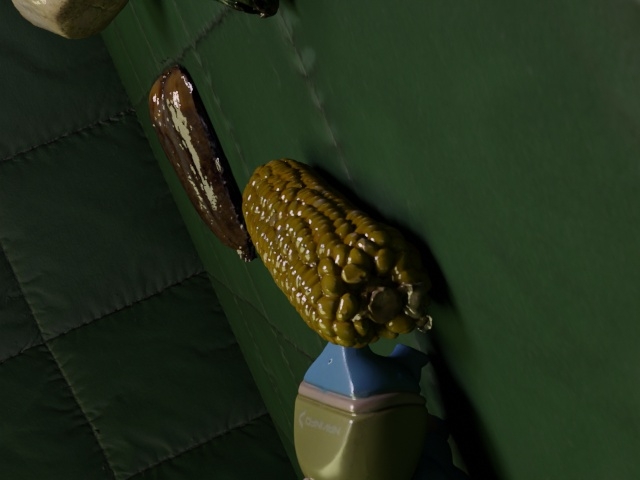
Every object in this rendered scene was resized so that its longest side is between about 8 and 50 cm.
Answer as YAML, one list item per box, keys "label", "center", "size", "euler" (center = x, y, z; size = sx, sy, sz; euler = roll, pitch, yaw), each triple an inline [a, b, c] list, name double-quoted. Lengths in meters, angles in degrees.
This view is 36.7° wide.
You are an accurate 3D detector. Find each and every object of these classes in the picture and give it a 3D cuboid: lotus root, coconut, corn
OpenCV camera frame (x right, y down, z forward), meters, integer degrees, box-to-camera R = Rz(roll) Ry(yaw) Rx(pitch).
- label: "lotus root"
  center: [-0.193, -0.111, 1.527]
  size: [0.167, 0.078, 0.329]
  euler: [-157, 44, -77]
- label: "coconut"
  center: [-0.364, -0.410, 1.380]
  size: [0.237, 0.197, 0.237]
  euler: [59, 172, 14]
- label: "corn"
  center: [-0.004, 0.002, 0.821]
  size: [0.102, 0.102, 0.313]
  euler: [70, 168, -22]

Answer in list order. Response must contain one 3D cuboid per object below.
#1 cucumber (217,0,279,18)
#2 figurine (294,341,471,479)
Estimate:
- label: "cucumber"
  center: [-0.131, -0.267, 0.787]
  size: [0.265, 0.077, 0.077]
  euler: [37, 157, 23]
- label: "figurine"
  center: [0.056, 0.202, 0.820]
  size: [0.180, 0.153, 0.262]
  euler: [0, -85, -63]
